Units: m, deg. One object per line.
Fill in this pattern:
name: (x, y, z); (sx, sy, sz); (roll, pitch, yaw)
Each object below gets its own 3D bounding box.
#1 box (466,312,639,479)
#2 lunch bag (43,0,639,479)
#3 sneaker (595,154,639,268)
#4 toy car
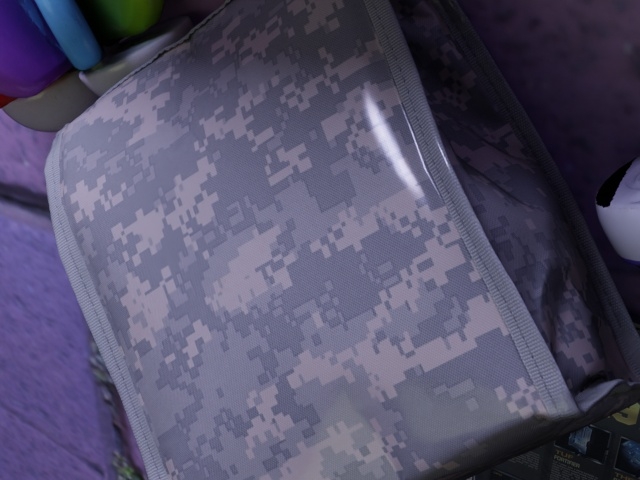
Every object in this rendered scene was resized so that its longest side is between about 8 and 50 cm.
box: (0.148, 0.121, 0.735); (0.233, 0.059, 0.183); (19, 130, 23)
lunch bag: (0.000, 0.000, 0.637); (0.235, 0.169, 0.287); (-31, 74, 27)
sneaker: (0.301, 0.053, 0.529); (0.323, 0.130, 0.236); (-8, 113, 32)
toy car: (-0.177, -0.136, 0.713); (0.182, 0.136, 0.159); (-10, 115, 39)
